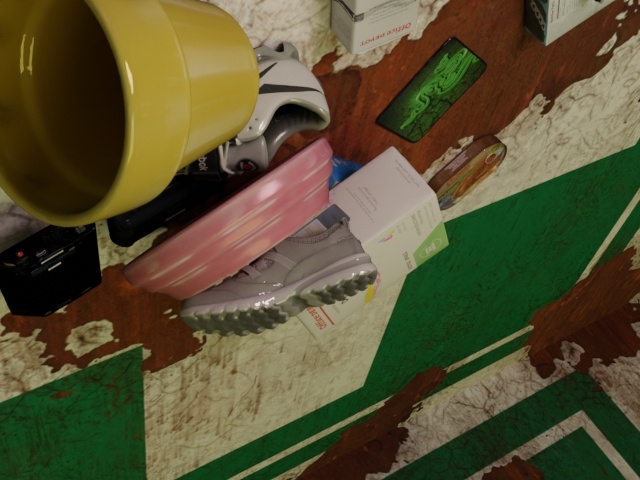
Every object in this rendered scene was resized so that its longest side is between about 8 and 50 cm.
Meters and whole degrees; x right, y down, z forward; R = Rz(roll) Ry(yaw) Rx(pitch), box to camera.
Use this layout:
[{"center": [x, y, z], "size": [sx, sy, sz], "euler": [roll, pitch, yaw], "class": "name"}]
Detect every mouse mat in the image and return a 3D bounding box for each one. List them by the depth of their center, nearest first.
[{"center": [0.190, -0.249, 1.351], "size": [0.190, 0.007, 0.152], "euler": [-48, 149, 18], "class": "mouse mat"}]

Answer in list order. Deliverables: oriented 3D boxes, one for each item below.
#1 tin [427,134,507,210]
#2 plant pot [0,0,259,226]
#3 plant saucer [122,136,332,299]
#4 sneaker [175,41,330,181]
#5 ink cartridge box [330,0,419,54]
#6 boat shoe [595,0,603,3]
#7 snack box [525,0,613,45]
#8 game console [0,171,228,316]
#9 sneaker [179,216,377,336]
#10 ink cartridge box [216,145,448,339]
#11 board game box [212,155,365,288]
[{"center": [0.289, -0.136, 1.595], "size": [0.189, 0.040, 0.106], "euler": [-41, 155, 8], "class": "tin"}, {"center": [-0.198, -0.163, 0.833], "size": [0.239, 0.254, 0.254], "euler": [-24, 152, -51], "class": "plant pot"}, {"center": [-0.113, -0.021, 1.098], "size": [0.332, 0.084, 0.332], "euler": [-34, -173, 5], "class": "plant saucer"}, {"center": [-0.139, -0.136, 1.021], "size": [0.330, 0.146, 0.122], "euler": [-28, 152, -12], "class": "sneaker"}, {"center": [0.074, -0.333, 1.042], "size": [0.109, 0.063, 0.150], "euler": [-26, 150, -19], "class": "ink cartridge box"}, {"center": [0.424, -0.410, 1.208], "size": [0.125, 0.038, 0.046], "euler": [66, 37, -66], "class": "boat shoe"}, {"center": [0.406, -0.464, 1.213], "size": [0.187, 0.060, 0.322], "euler": [-34, 151, -6], "class": "snack box"}, {"center": [-0.277, -0.015, 1.117], "size": [0.361, 0.044, 0.213], "euler": [-33, 169, -24], "class": "game console"}, {"center": [-0.067, 0.053, 1.136], "size": [0.281, 0.115, 0.105], "euler": [-17, 154, -6], "class": "sneaker"}, {"center": [0.023, 0.032, 1.283], "size": [0.353, 0.119, 0.207], "euler": [-36, 152, -1], "class": "ink cartridge box"}, {"center": [0.000, 0.000, 1.426], "size": [0.302, 0.086, 0.308], "euler": [-50, 149, 21], "class": "board game box"}]
